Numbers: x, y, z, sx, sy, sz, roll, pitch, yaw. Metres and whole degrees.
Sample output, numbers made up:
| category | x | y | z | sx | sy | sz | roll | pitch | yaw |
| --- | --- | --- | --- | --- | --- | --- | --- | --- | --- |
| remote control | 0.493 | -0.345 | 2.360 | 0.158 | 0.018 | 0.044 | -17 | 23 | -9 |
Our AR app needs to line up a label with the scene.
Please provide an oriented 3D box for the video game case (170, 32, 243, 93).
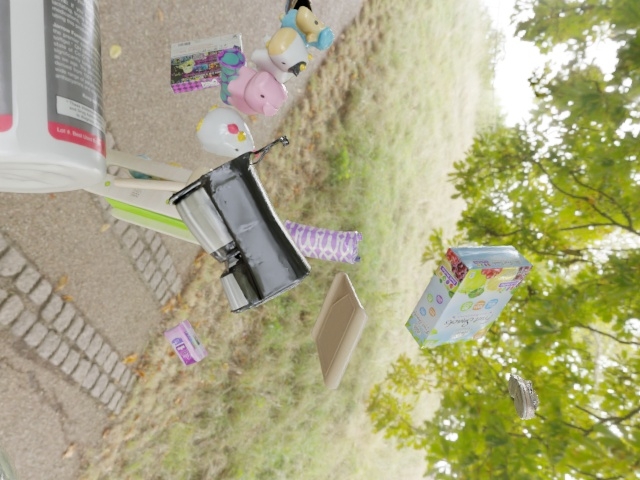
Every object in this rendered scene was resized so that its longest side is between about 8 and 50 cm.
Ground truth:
| category | x | y | z | sx | sy | sz | roll | pitch | yaw |
| --- | --- | --- | --- | --- | --- | --- | --- | --- | --- |
| video game case | -0.356 | -0.564 | 1.457 | 0.042 | 0.232 | 0.210 | 82 | -3 | -57 |

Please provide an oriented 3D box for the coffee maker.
| category | x | y | z | sx | sy | sz | roll | pitch | yaw |
| --- | --- | --- | --- | --- | --- | --- | --- | --- | --- |
| coffee maker | -0.084 | -0.016 | 0.606 | 0.178 | 0.171 | 0.120 | 60 | 23 | -5 |

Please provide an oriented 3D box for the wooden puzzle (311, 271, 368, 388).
| category | x | y | z | sx | sy | sz | roll | pitch | yaw |
| --- | --- | --- | --- | --- | --- | --- | --- | --- | --- |
| wooden puzzle | 0.048 | 0.221 | 1.174 | 0.239 | 0.044 | 0.221 | -120 | -131 | -67 |

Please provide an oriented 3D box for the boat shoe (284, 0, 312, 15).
| category | x | y | z | sx | sy | sz | roll | pitch | yaw |
| --- | --- | --- | --- | --- | --- | --- | --- | --- | --- |
| boat shoe | -0.054 | -0.580 | 1.160 | 0.183 | 0.066 | 0.066 | 66 | 6 | -79 |

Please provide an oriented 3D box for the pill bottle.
| category | x | y | z | sx | sy | sz | roll | pitch | yaw |
| --- | --- | --- | --- | --- | --- | --- | --- | --- | --- |
| pill bottle | -0.353 | -0.226 | 0.539 | 0.176 | 0.176 | 0.319 | 67 | 18 | -85 |

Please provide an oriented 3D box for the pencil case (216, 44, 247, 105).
| category | x | y | z | sx | sy | sz | roll | pitch | yaw |
| --- | --- | --- | --- | --- | --- | --- | --- | --- | --- |
| pencil case | -0.211 | -0.389 | 1.101 | 0.065 | 0.070 | 0.152 | -58 | 178 | -22 |

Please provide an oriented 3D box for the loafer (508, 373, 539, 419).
| category | x | y | z | sx | sy | sz | roll | pitch | yaw |
| --- | --- | --- | --- | --- | --- | --- | --- | --- | --- |
| loafer | 0.329 | 0.246 | 0.733 | 0.125 | 0.039 | 0.045 | -24 | 118 | -76 |

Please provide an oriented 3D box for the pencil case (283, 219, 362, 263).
| category | x | y | z | sx | sy | sz | roll | pitch | yaw |
| --- | --- | --- | --- | --- | --- | --- | --- | --- | --- |
| pencil case | 0.000 | 0.000 | 1.140 | 0.086 | 0.206 | 0.088 | 87 | 17 | -50 |

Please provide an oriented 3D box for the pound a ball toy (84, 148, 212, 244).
| category | x | y | z | sx | sy | sz | roll | pitch | yaw |
| --- | --- | --- | --- | --- | --- | --- | --- | --- | --- |
| pound a ball toy | -0.306 | -0.111 | 0.897 | 0.208 | 0.319 | 0.136 | 71 | 38 | -61 |

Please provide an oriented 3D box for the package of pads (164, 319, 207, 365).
| category | x | y | z | sx | sy | sz | roll | pitch | yaw |
| --- | --- | --- | --- | --- | --- | --- | --- | --- | --- |
| package of pads | -0.260 | 0.198 | 0.889 | 0.083 | 0.050 | 0.032 | 60 | 33 | -6 |

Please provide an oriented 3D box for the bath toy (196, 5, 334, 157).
| category | x | y | z | sx | sy | sz | roll | pitch | yaw |
| --- | --- | --- | --- | --- | --- | --- | --- | --- | --- |
| bath toy | -0.111 | -0.308 | 0.937 | 0.348 | 0.129 | 0.151 | -58 | -178 | -12 |

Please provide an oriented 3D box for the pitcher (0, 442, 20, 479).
| category | x | y | z | sx | sy | sz | roll | pitch | yaw |
| --- | --- | --- | --- | --- | --- | --- | --- | --- | --- |
| pitcher | -0.337 | 0.198 | 0.333 | 0.125 | 0.207 | 0.178 | -4 | 113 | -76 |

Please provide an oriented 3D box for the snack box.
| category | x | y | z | sx | sy | sz | roll | pitch | yaw |
| --- | --- | --- | --- | --- | --- | --- | --- | --- | --- |
| snack box | 0.285 | 0.110 | 0.898 | 0.070 | 0.174 | 0.207 | 59 | -40 | 42 |
